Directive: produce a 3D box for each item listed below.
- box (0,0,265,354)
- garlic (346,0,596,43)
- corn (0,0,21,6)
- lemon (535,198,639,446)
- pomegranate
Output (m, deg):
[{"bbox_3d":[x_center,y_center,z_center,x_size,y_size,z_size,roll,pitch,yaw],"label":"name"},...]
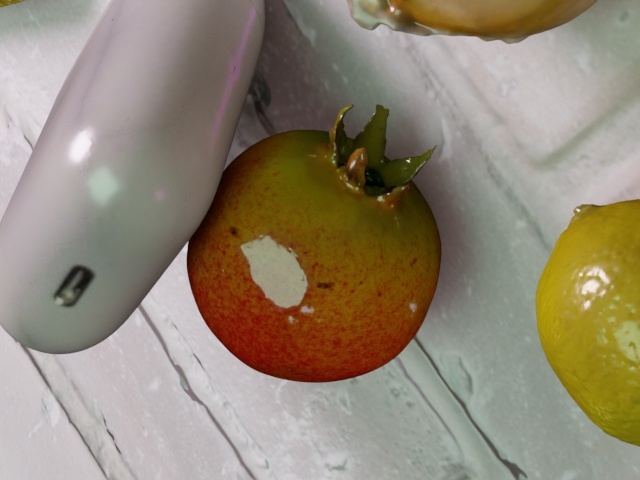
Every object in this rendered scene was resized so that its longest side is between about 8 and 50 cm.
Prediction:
[{"bbox_3d":[-0.167,-0.084,1.168,0.141,0.349,0.289,27,133,-15],"label":"box"},{"bbox_3d":[0.091,-0.294,0.921,0.313,0.249,0.286,121,138,-54],"label":"garlic"},{"bbox_3d":[-0.391,-0.291,1.420,0.310,0.101,0.101,2,109,41],"label":"corn"},{"bbox_3d":[0.247,0.056,0.966,0.178,0.178,0.203,-42,78,42],"label":"lemon"},{"bbox_3d":[0.000,0.000,1.134,0.221,0.221,0.257,40,123,21],"label":"pomegranate"}]
